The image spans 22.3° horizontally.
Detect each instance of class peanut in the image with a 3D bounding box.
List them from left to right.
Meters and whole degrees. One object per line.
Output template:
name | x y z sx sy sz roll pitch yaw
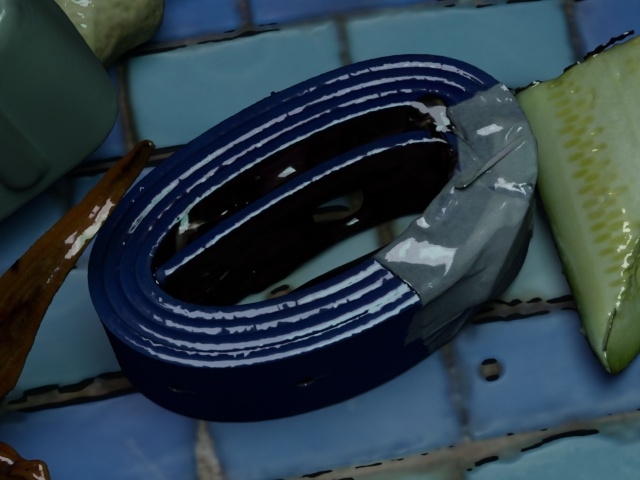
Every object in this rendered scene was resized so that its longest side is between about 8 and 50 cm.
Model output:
peanut | -0.169 -0.216 1.356 0.104 0.085 0.228 31 66 8

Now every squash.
squash | 0.262 -0.031 1.224 0.169 0.093 0.252 -27 58 24

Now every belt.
belt | 0.000 0.000 1.213 0.347 0.117 0.212 -27 62 -11

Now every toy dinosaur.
toy dinosaur | -0.251 0.122 1.146 0.432 0.097 0.208 -28 74 12

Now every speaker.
speaker | -0.365 -0.063 1.183 0.406 0.184 0.183 -36 66 -1

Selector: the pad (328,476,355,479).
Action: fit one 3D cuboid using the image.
pad | -0.082 0.260 1.142 0.243 0.004 0.163 -8 62 -1
